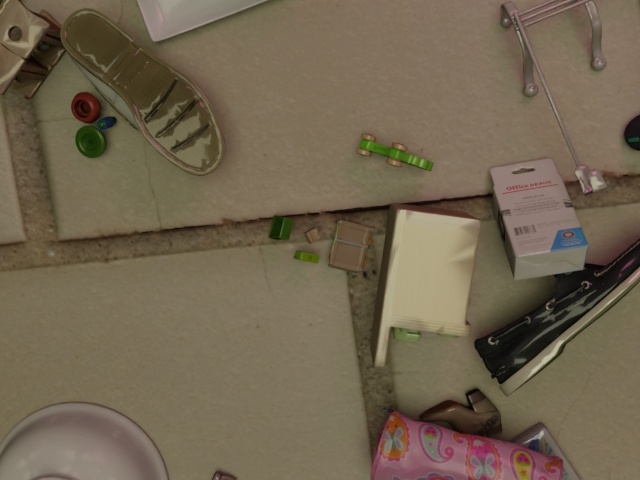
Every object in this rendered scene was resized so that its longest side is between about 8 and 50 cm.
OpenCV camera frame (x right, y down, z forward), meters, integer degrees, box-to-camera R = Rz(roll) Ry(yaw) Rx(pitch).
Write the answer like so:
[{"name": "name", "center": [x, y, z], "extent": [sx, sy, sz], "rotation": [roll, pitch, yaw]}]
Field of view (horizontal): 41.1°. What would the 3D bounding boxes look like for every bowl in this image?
[{"name": "bowl", "center": [-0.396, 0.414, 1.336], "extent": [0.298, 0.134, 0.297], "rotation": [0, 95, 2]}]

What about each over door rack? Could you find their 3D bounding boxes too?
[{"name": "over door rack", "center": [0.429, -0.238, 1.237], "extent": [0.240, 0.108, 0.324], "rotation": [-22, 74, 4]}]

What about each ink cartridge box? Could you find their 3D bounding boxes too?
[{"name": "ink cartridge box", "center": [0.320, -0.034, 1.272], "extent": [0.104, 0.180, 0.060], "rotation": [-9, 139, 3]}]

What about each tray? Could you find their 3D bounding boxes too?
[{"name": "tray", "center": [-0.152, -0.412, 1.292], "extent": [0.270, 0.030, 0.145], "rotation": [-20, 96, 4]}]

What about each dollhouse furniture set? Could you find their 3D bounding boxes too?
[{"name": "dollhouse furniture set", "center": [0.000, 0.000, 1.334], "extent": [0.152, 0.058, 0.076], "rotation": [13, 89, -19]}, {"name": "dollhouse furniture set", "center": [-0.490, -0.316, 1.264], "extent": [0.184, 0.129, 0.129], "rotation": [37, 96, -3]}]

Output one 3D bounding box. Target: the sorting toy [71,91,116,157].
[{"name": "sorting toy", "center": [-0.348, -0.182, 1.323], "extent": [0.061, 0.042, 0.101], "rotation": [0, 108, 17]}]

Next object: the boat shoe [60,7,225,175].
[{"name": "boat shoe", "center": [-0.256, -0.218, 1.280], "extent": [0.113, 0.103, 0.302], "rotation": [-43, 92, -7]}]

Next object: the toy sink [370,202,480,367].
[{"name": "toy sink", "center": [0.156, 0.070, 1.271], "extent": [0.131, 0.153, 0.234], "rotation": [8, 95, 1]}]

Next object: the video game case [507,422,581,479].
[{"name": "video game case", "center": [0.319, 0.506, 1.368], "extent": [0.300, 0.036, 0.329], "rotation": [-34, 94, 5]}]

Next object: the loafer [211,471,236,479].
[{"name": "loafer", "center": [-0.171, 0.438, 1.376], "extent": [0.039, 0.045, 0.125], "rotation": [18, 94, -7]}]

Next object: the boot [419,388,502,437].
[{"name": "boot", "center": [0.227, 0.291, 1.347], "extent": [0.118, 0.042, 0.087], "rotation": [-24, 97, 5]}]

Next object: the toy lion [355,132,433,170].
[{"name": "toy lion", "center": [0.118, -0.128, 1.290], "extent": [0.100, 0.096, 0.034], "rotation": [24, 98, 40]}]

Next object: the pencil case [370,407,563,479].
[{"name": "pencil case", "center": [0.217, 0.344, 1.289], "extent": [0.284, 0.124, 0.124], "rotation": [13, 96, 15]}]

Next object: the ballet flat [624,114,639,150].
[{"name": "ballet flat", "center": [0.555, -0.192, 1.270], "extent": [0.203, 0.074, 0.074], "rotation": [-28, 94, 4]}]

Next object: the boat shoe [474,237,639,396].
[{"name": "boat shoe", "center": [0.372, 0.083, 1.283], "extent": [0.340, 0.127, 0.113], "rotation": [-45, 72, 10]}]
